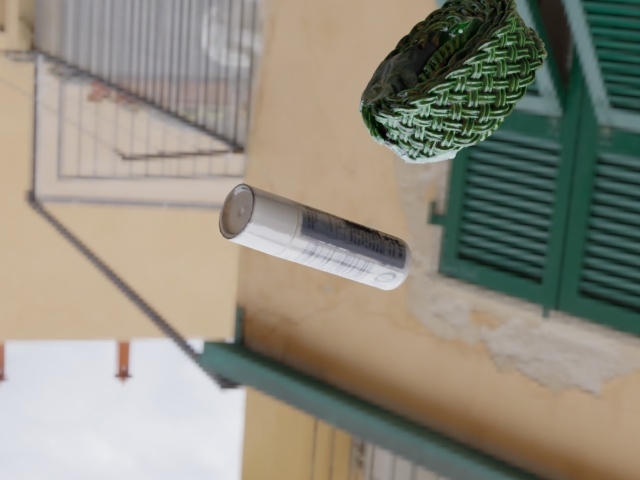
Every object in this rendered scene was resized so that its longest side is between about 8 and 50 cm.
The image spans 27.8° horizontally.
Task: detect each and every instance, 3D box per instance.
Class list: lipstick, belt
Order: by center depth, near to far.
[{"bbox_3d":[0.000,0.000,0.871,0.141,0.040,0.040,18,-176,-34],"label":"lipstick"},{"bbox_3d":[0.105,-0.119,0.991,0.151,0.079,0.121,-48,-153,-19],"label":"belt"}]
